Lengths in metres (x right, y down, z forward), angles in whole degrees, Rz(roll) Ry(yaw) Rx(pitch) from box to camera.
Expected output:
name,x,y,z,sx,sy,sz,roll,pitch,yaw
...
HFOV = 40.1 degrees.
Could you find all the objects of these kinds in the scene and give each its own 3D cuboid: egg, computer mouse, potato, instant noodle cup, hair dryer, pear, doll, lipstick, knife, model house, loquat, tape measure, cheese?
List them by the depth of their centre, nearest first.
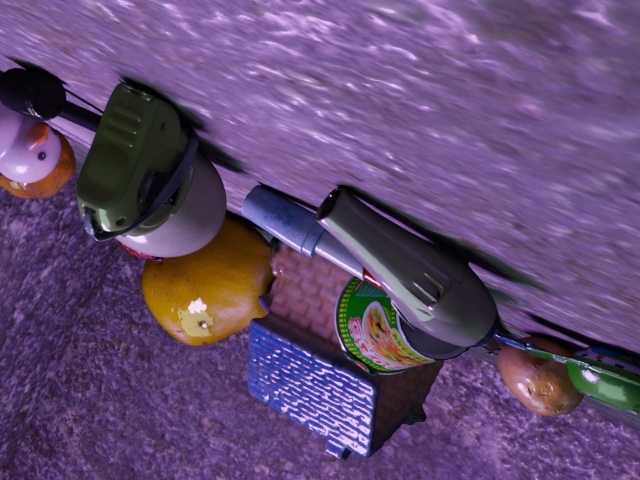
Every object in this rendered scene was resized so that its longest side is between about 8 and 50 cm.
name,x,y,z,sx,sy,sz,roll,pitch,yaw
tape measure,-0.236,-0.089,1.160,0.106,0.200,0.175,22,-178,22
hair dryer,0.084,0.011,1.216,0.296,0.119,0.298,39,180,-41
egg,-0.247,-0.069,1.361,0.186,0.187,0.253,21,171,39
lipstick,0.000,0.000,1.419,0.274,0.068,0.061,30,176,14
cheese,0.437,0.209,1.420,0.320,0.083,0.204,21,175,23
hair dryer,-0.399,-0.204,1.447,0.114,0.071,0.248,20,176,44
instant noodle cup,0.154,0.132,1.478,0.207,0.207,0.232,27,167,-14
computer mouse,-0.397,-0.184,1.617,0.245,0.056,0.126,30,177,13
potato,0.414,0.251,1.637,0.234,0.146,0.150,-62,-48,-84
doll,-0.616,-0.196,1.687,0.251,0.221,0.221,-12,152,33
knife,0.346,0.181,1.800,0.089,0.043,0.365,-11,159,16
model house,0.058,0.252,1.921,0.395,0.400,0.445,20,173,28
loquat,-0.703,-0.205,2.112,0.238,0.193,0.238,39,-168,-10
pear,-0.295,0.071,2.168,0.386,0.340,0.191,-3,147,32

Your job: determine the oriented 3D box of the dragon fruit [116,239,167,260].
name,x,y,z,sx,sy,sz,roll,pitch,yaw
dragon fruit,-0.364,-0.056,2.014,0.282,0.211,0.147,0,-170,-20
